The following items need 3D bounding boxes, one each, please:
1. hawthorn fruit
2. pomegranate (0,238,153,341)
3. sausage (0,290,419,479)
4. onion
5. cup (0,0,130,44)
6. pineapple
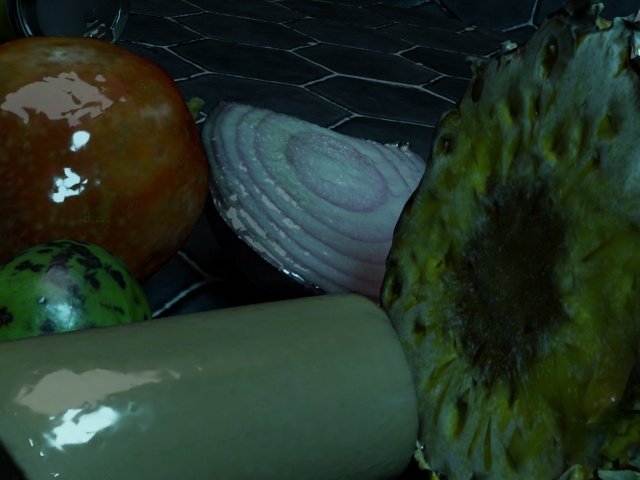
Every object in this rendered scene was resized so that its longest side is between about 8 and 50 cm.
[{"bbox_3d":[-0.178,-0.059,0.789,0.205,0.205,0.253,26,51,34],"label":"hawthorn fruit"},{"bbox_3d":[-0.176,0.062,0.658,0.162,0.122,0.122,-11,8,31],"label":"pomegranate"},{"bbox_3d":[-0.073,0.101,0.578,0.253,0.123,0.123,-6,27,-35],"label":"sausage"},{"bbox_3d":[0.000,0.000,0.913,0.250,0.111,0.247,14,37,-25],"label":"onion"},{"bbox_3d":[-0.417,-0.359,1.505,0.280,0.196,0.196,18,21,37],"label":"cup"},{"bbox_3d":[0.220,0.043,0.620,0.300,0.352,0.352,16,19,-16],"label":"pineapple"}]
